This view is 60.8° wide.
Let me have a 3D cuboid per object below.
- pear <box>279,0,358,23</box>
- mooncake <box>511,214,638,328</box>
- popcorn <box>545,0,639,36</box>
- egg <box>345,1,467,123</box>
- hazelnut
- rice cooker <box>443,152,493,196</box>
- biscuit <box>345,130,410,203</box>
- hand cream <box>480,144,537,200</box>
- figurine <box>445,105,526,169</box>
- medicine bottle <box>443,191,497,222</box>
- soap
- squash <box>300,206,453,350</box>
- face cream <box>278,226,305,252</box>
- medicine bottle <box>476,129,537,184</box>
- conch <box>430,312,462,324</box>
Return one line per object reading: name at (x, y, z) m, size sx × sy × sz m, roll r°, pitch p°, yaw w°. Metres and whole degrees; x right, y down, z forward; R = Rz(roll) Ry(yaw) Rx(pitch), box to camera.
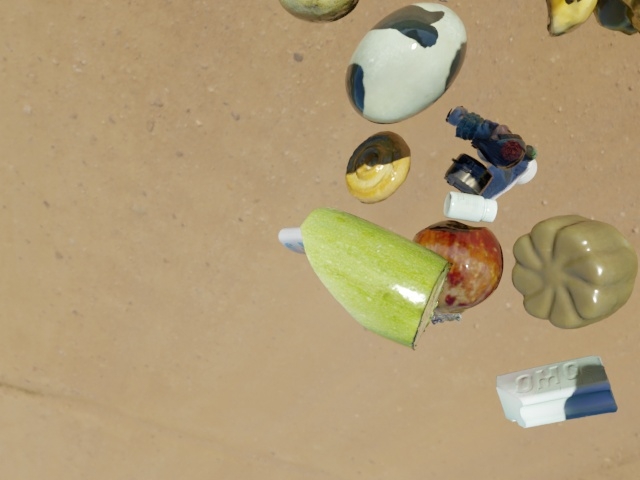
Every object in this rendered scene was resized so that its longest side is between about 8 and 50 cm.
pear at (-0.002, -0.428, 0.852) m, size 0.136 × 0.167 × 0.167 m, roll -2°, pitch 136°, yaw -2°
mooncake at (0.806, 0.103, 1.785) m, size 0.378 × 0.201 × 0.378 m, roll 18°, pitch 112°, yaw 52°
popcorn at (0.404, -0.411, 0.570) m, size 0.354 × 0.344 × 0.390 m, roll 32°, pitch 144°, yaw 17°
egg at (0.222, -0.466, 1.448) m, size 0.258 × 0.258 × 0.352 m, roll 38°, pitch 114°, yaw -15°
hazelnut at (0.293, 0.061, 1.246) m, size 0.218 × 0.218 × 0.234 m, roll 39°, pitch 152°, yaw -15°
rice cooker at (0.433, -0.188, 1.595) m, size 0.112 × 0.165 × 0.106 m, roll 43°, pitch 110°, yaw 33°
biscuit at (0.211, -0.284, 2.091) m, size 0.102 × 0.296 × 0.296 m, roll 24°, pitch 145°, yaw -39°
hand cream at (0.601, -0.216, 1.841) m, size 0.121 × 0.076 × 0.336 m, roll 56°, pitch 153°, yaw 8°
figurine at (0.461, -0.291, 1.531) m, size 0.245 × 0.138 × 0.110 m, roll 42°, pitch 118°, yaw 26°
medicine bottle at (0.261, -0.057, 0.954) m, size 0.083 × 0.047 × 0.047 m, roll 9°, pitch 138°, yaw -4°
soap at (0.639, 0.415, 1.501) m, size 0.289 × 0.173 × 0.095 m, roll -19°, pitch 99°, yaw 22°
squash at (0.089, 0.064, 0.996) m, size 0.260 × 0.189 × 0.189 m, roll 22°, pitch 139°, yaw 16°
face cream at (0.000, 0.000, 1.927) m, size 0.163 × 0.080 × 0.337 m, roll 29°, pitch 161°, yaw -36°
medicine bottle at (0.681, -0.300, 1.980) m, size 0.144 × 0.144 × 0.252 m, roll -19°, pitch 149°, yaw 38°
conch at (0.479, 0.234, 2.267) m, size 0.313 × 0.186 × 0.240 m, roll 23°, pitch -169°, yaw -40°
